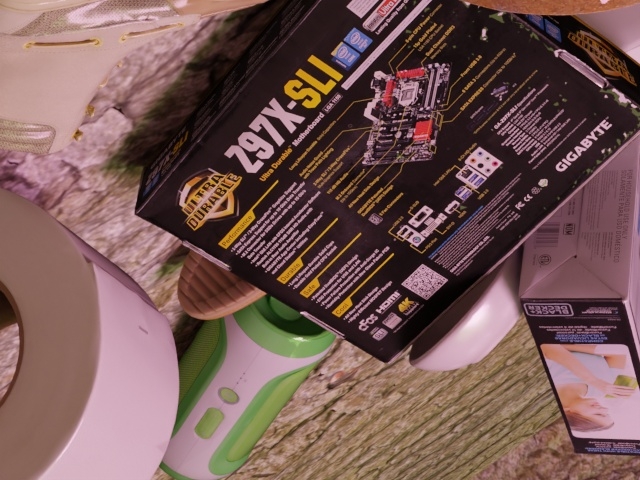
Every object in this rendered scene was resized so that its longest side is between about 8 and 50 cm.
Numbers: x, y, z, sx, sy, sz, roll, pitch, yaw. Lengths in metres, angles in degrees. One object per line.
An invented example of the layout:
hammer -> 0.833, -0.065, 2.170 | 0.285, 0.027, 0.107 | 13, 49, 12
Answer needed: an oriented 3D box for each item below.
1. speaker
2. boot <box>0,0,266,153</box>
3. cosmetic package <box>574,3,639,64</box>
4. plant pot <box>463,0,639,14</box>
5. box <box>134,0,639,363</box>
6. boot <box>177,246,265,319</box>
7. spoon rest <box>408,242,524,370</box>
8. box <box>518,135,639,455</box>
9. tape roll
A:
speaker -> -0.085, 0.137, 1.566 | 0.131, 0.131, 0.296 | -16, 153, -38
boot -> -0.135, -0.132, 0.969 | 0.213, 0.077, 0.165 | -12, 150, -33
cosmetic package -> 0.248, -0.153, 1.363 | 0.197, 0.155, 0.365 | -26, 158, -16
plant pot -> 0.130, -0.298, 0.828 | 0.237, 0.237, 0.254 | -26, 143, -18
box -> 0.052, -0.075, 1.159 | 0.257, 0.079, 0.322 | 32, 122, -19
boot -> 0.000, 0.000, 1.431 | 0.248, 0.090, 0.207 | -41, 156, 11
spoon rest -> 0.133, 0.036, 1.314 | 0.137, 0.084, 0.276 | -50, 178, 17
box -> 0.247, 0.053, 1.310 | 0.087, 0.169, 0.290 | 0, 147, 19
tape roll -> -0.242, 0.098, 1.087 | 0.246, 0.246, 0.169 | -33, 159, 1
